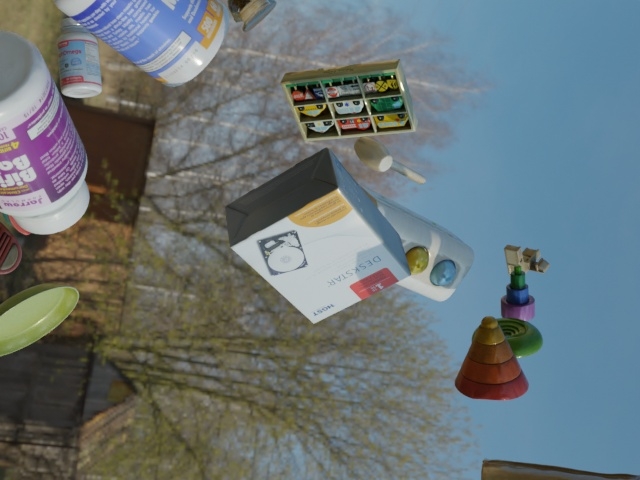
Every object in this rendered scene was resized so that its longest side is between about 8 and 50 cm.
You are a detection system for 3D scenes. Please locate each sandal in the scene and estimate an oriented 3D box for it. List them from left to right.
[{"bbox_3d":[-0.143,-0.465,1.544,0.088,0.079,0.240,-40,-170,6],"label":"sandal"}]

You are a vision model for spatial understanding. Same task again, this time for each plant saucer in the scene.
[{"bbox_3d":[-0.640,0.165,1.726,0.037,0.241,0.241,50,-32,14],"label":"plant saucer"}]

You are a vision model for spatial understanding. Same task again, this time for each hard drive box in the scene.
[{"bbox_3d":[0.000,0.000,1.179,0.181,0.232,0.089,-29,-135,16],"label":"hard drive box"}]

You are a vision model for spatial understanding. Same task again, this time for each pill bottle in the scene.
[{"bbox_3d":[-0.439,-0.140,1.156,0.301,0.169,0.169,84,5,-57],"label":"pill bottle"},{"bbox_3d":[-0.529,-0.400,1.743,0.087,0.087,0.160,162,-78,-75],"label":"pill bottle"},{"bbox_3d":[-0.273,-0.349,1.109,0.152,0.272,0.152,-26,-133,32],"label":"pill bottle"}]

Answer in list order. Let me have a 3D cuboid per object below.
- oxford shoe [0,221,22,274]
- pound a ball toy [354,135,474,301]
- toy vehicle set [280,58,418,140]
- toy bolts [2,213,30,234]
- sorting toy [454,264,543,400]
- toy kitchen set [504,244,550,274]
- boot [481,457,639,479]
[{"bbox_3d":[-0.751,-0.031,1.548,0.130,0.348,0.123,-30,-147,62],"label":"oxford shoe"},{"bbox_3d":[0.156,-0.025,1.446,0.208,0.319,0.136,-56,-141,12],"label":"pound a ball toy"},{"bbox_3d":[0.063,-0.298,1.717,0.166,0.266,0.035,65,33,-41],"label":"toy vehicle set"},{"bbox_3d":[-0.593,-0.137,1.552,0.158,0.218,0.229,8,-53,54],"label":"toy bolts"},{"bbox_3d":[0.324,0.139,1.407,0.365,0.127,0.126,-43,131,-59],"label":"sorting toy"},{"bbox_3d":[0.451,0.030,1.716,0.068,0.083,0.075,14,-45,41],"label":"toy kitchen set"},{"bbox_3d":[0.341,0.336,1.028,0.236,0.269,0.089,52,44,-67],"label":"boot"}]
